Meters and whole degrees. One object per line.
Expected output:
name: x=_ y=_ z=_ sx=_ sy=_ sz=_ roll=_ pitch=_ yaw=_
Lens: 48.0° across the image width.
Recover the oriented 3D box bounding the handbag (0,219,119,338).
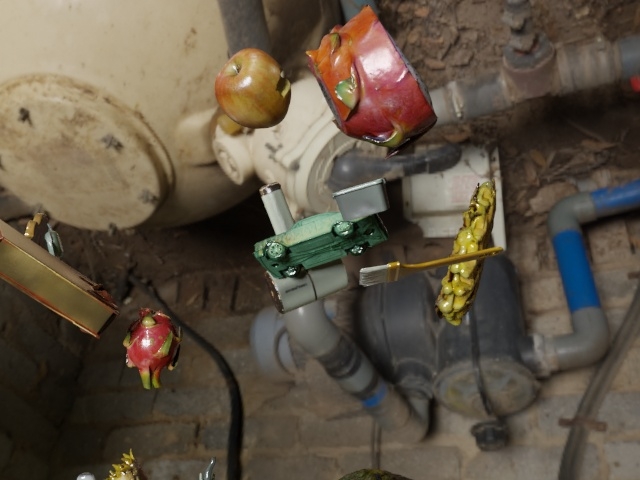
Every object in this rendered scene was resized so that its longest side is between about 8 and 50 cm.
handbag: x=-0.372 y=0.053 z=0.988 sx=0.190 sy=0.063 sz=0.127 roll=41 pitch=172 yaw=-28

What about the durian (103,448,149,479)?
durian: x=-0.210 y=0.362 z=0.834 sx=0.182 sy=0.165 sz=0.132 roll=46 pitch=128 yaw=-9

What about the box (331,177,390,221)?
box: x=0.091 y=-0.087 z=1.553 sx=0.122 sy=0.084 sz=0.069 roll=-16 pitch=95 yaw=15

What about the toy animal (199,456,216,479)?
toy animal: x=-0.275 y=0.694 z=1.793 sx=0.082 sy=0.269 sz=0.137 roll=22 pitch=125 yaw=-42

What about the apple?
apple: x=-0.159 y=-0.365 z=1.768 sx=0.199 sy=0.199 sz=0.199 roll=4 pitch=141 yaw=3

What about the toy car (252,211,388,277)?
toy car: x=0.000 y=0.000 z=1.782 sx=0.320 sy=0.097 sz=0.141 roll=-19 pitch=148 yaw=12

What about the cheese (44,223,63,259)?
cheese: x=-0.536 y=0.005 z=1.448 sx=0.026 sy=0.120 sz=0.067 roll=-17 pitch=109 yaw=-16

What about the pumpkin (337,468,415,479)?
pumpkin: x=0.125 y=0.610 z=1.600 sx=0.312 sy=0.148 sz=0.169 roll=-28 pitch=105 yaw=-10

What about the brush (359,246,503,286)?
brush: x=0.206 y=0.044 z=1.330 sx=0.272 sy=0.013 sz=0.103 roll=-11 pitch=162 yaw=-1

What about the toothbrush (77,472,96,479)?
toothbrush: x=-0.388 y=0.598 z=1.311 sx=0.042 sy=0.040 sz=0.418 roll=-6 pitch=107 yaw=-2

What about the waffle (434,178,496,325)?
waffle: x=0.398 y=0.034 z=1.927 sx=0.095 sy=0.382 sz=0.379 roll=15 pitch=165 yaw=16

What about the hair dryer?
hair dryer: x=-0.080 y=-0.004 z=1.927 sx=0.203 sy=0.362 sz=0.128 roll=-21 pitch=-177 yaw=-13

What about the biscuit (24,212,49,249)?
biscuit: x=-0.687 y=0.001 z=1.724 sx=0.027 sy=0.184 sz=0.133 roll=6 pitch=134 yaw=-7

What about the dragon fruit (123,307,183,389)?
dragon fruit: x=-0.254 y=0.163 z=1.082 sx=0.086 sy=0.116 sz=0.081 roll=15 pitch=173 yaw=-16

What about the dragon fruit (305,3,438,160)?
dragon fruit: x=0.092 y=-0.304 z=1.433 sx=0.189 sy=0.291 sz=0.290 roll=-33 pitch=132 yaw=7
